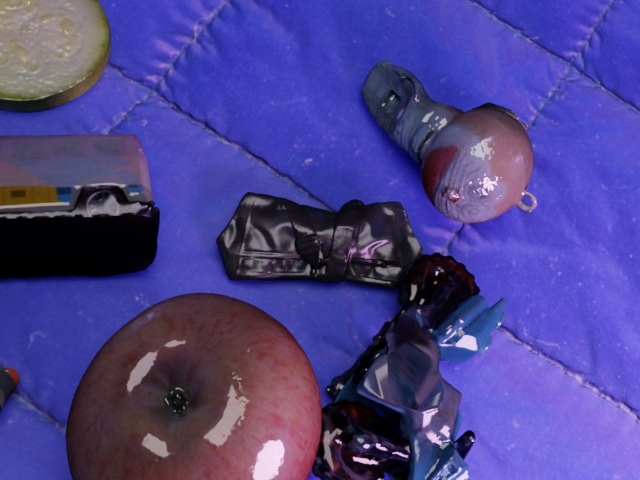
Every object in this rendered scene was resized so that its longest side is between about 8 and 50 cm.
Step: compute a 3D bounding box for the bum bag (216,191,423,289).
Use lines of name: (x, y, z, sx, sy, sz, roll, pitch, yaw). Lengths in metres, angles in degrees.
bum bag: (0.000, 0.000, 1.801, 0.309, 0.074, 0.137, 4, 76, -10)

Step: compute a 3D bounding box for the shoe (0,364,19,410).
shoe: (-0.492, 0.162, 1.633, 0.194, 0.074, 0.077, 36, 41, 8)

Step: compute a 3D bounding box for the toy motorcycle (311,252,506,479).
toy motorcycle: (0.146, 0.211, 1.702, 0.232, 0.172, 0.416, 36, 54, -3)

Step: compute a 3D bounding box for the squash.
squash: (-0.453, -0.313, 1.860, 0.252, 0.049, 0.252, 3, 66, -8)

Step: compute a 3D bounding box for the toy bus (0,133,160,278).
toy bus: (-0.424, -0.053, 1.690, 0.386, 0.171, 0.162, -2, 57, -13)

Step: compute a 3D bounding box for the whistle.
whistle: (0.186, -0.148, 1.857, 0.348, 0.189, 0.189, 40, 64, 19)

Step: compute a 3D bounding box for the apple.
apple: (-0.163, 0.229, 1.524, 0.344, 0.269, 0.345, -14, 50, 17)
